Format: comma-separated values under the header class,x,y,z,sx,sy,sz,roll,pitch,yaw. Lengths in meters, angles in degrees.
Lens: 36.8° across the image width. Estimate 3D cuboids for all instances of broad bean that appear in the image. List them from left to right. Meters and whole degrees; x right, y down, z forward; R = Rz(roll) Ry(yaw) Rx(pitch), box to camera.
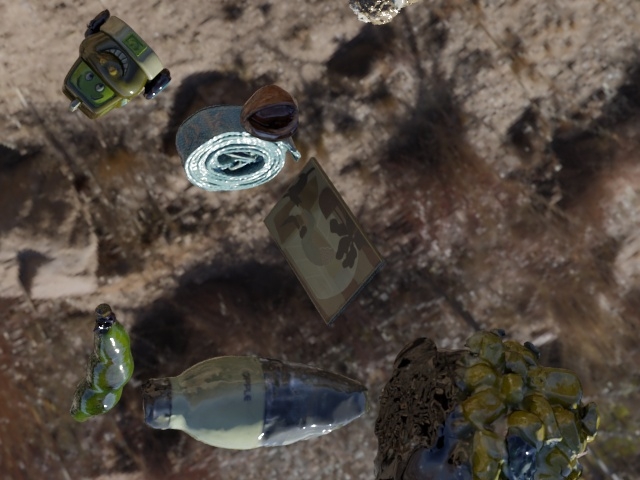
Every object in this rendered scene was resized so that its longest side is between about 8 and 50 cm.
class,x,y,z,sx,sy,sz,roll,pitch,yaw
broad bean,-0.249,0.153,1.116,0.060,0.043,0.297,3,146,-20

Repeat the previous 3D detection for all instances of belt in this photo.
class,x,y,z,sx,sy,sz,roll,pitch,yaw
belt,-0.137,-0.143,1.471,0.148,0.082,0.163,-35,144,21

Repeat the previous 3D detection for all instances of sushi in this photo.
class,x,y,z,sx,sy,sz,roll,pitch,yaw
sushi,0.270,0.334,1.516,0.285,0.327,0.328,-15,-152,36

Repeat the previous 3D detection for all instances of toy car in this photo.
class,x,y,z,sx,sy,sz,roll,pitch,yaw
toy car,-0.456,-0.347,2.040,0.198,0.204,0.248,-48,-167,-15

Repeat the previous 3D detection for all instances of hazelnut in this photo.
class,x,y,z,sx,sy,sz,roll,pitch,yaw
hazelnut,-0.066,-0.165,1.264,0.086,0.086,0.086,-29,161,-11

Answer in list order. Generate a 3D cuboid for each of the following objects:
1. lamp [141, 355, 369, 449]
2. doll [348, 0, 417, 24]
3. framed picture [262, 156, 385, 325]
class,x,y,z,sx,sy,sz,roll,pitch,yaw
lamp,-0.063,0.166,0.997,0.250,0.101,0.101,2,148,-20
doll,0.139,-0.456,1.672,0.221,0.105,0.115,-34,170,-24
framed picture,0.000,0.000,1.357,0.010,0.200,0.136,3,136,-47
